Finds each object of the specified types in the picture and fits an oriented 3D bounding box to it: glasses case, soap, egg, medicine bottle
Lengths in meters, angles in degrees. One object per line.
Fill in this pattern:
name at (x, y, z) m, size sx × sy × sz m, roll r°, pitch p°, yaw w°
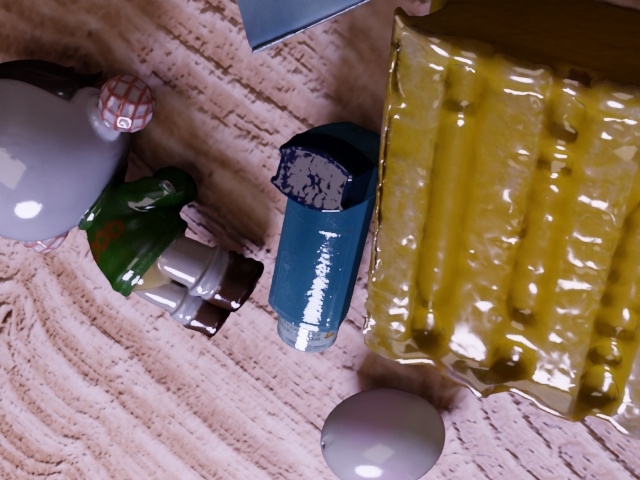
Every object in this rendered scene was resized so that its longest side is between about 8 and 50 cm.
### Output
glasses case at (0.042, -0.249, 1.051) m, size 0.266 × 0.056 × 0.105 m, roll -18°, pitch 85°, yaw 35°
soap at (0.195, -0.026, 1.035) m, size 0.293 × 0.156 × 0.335 m, roll 14°, pitch 125°, yaw 15°
egg at (0.063, 0.202, 1.281) m, size 0.135 × 0.103 × 0.103 m, roll -12°, pitch 113°, yaw 31°
medicine bottle at (0.000, 0.000, 1.178) m, size 0.079 × 0.124 × 0.258 m, roll 22°, pitch 130°, yaw 13°

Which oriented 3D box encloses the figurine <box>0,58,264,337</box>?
figurine at (-0.230, -0.044, 1.251) m, size 0.370 × 0.167 × 0.281 m, roll 37°, pitch 135°, yaw -9°
